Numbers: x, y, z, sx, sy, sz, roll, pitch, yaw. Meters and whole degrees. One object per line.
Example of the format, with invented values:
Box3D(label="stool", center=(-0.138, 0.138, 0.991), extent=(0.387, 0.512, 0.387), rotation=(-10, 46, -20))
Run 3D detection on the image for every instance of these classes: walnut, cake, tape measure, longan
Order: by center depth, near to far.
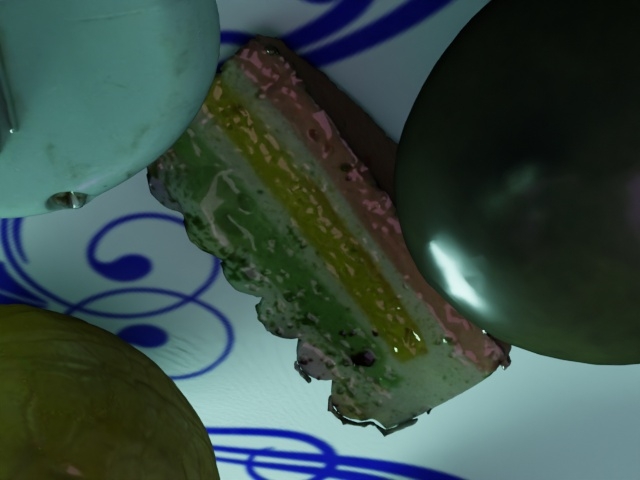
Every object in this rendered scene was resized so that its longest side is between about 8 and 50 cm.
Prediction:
Box3D(label="tape measure", center=(-0.154, -0.110, 0.784), extent=(0.243, 0.125, 0.246), rotation=(-2, 138, 0))
Box3D(label="longan", center=(0.143, -0.040, 0.832), extent=(0.220, 0.196, 0.196), rotation=(-35, 130, 20))
Box3D(label="cake", center=(0.004, -0.012, 0.967), extent=(0.109, 0.090, 0.225), rotation=(-28, 114, 28))
Box3D(label="walnut", center=(-0.160, 0.139, 1.022), extent=(0.193, 0.193, 0.226), rotation=(-22, 134, 20))
